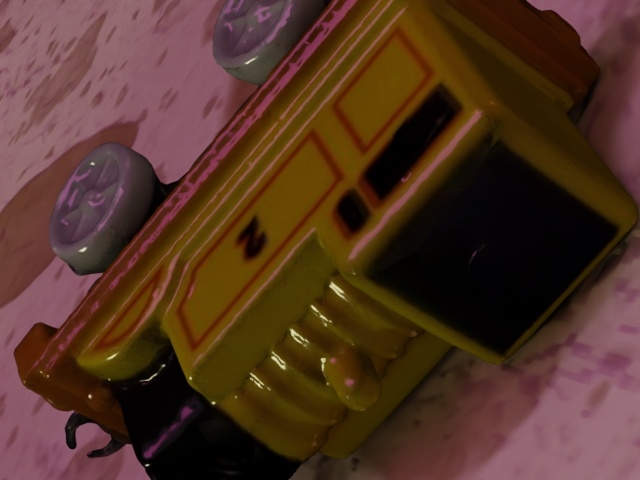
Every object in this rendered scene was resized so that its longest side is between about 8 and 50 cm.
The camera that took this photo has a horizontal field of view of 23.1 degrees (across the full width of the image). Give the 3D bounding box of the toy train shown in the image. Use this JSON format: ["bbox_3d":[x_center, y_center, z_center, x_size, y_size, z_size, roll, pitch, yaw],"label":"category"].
[{"bbox_3d":[0.000,0.000,0.445,0.219,0.089,0.127,-48,36,15],"label":"toy train"}]
